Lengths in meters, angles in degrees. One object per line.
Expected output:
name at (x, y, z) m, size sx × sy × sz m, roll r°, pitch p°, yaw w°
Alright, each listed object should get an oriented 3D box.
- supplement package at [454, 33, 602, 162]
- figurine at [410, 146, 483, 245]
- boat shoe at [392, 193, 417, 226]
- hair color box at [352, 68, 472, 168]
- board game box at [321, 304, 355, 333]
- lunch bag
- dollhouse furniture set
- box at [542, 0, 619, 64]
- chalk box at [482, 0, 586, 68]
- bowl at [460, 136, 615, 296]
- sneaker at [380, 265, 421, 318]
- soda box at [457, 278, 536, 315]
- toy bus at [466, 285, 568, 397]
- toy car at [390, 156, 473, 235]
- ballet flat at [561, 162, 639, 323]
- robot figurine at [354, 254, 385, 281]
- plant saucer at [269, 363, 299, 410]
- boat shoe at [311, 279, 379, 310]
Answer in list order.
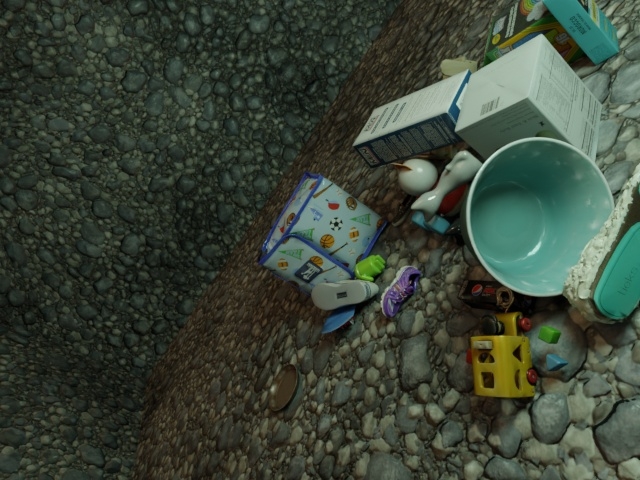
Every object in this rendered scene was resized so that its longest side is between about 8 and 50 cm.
supplement package at (0.503, -0.294, 1.094) m, size 0.199 × 0.262 × 0.198 m, roll -18°, pitch 45°, yaw 56°
figurine at (0.370, -0.107, 1.193) m, size 0.209 × 0.214 × 0.092 m, roll -50°, pitch 22°, yaw 21°
boat shoe at (0.289, -0.114, 1.571) m, size 0.142 × 0.040 × 0.049 m, roll -53°, pitch 24°, yaw 9°
hair color box at (0.269, -0.331, 1.284) m, size 0.347 × 0.105 × 0.174 m, roll -7°, pitch 46°, yaw 51°
board game box at (0.072, 0.266, 1.521) m, size 0.133 × 0.033 × 0.169 m, roll -34°, pitch 9°, yaw 19°
lunch bag at (0.000, 0.000, 1.646) m, size 0.386 × 0.327 × 0.239 m, roll -57°, pitch 19°, yaw -1°
dollhouse furniture set at (0.327, -0.428, 1.529) m, size 0.355 × 0.173 × 0.304 m, roll 16°, pitch 108°, yaw 60°
box at (0.659, -0.568, 1.148) m, size 0.060 × 0.244 × 0.101 m, roll -27°, pitch 38°, yaw 50°
chalk box at (0.620, -0.597, 1.351) m, size 0.288 × 0.179 × 0.181 m, roll -20°, pitch 44°, yaw 56°
bowl at (0.424, -0.045, 0.960) m, size 0.312 × 0.311 × 0.163 m, roll -59°, pitch 4°, yaw -4°
sneaker at (0.235, 0.150, 1.324) m, size 0.170 × 0.068 × 0.071 m, roll -61°, pitch 29°, yaw -8°
soda box at (0.399, 0.127, 1.034) m, size 0.168 × 0.060 × 0.053 m, roll -2°, pitch 60°, yaw 61°
toy bus at (0.354, 0.216, 0.906) m, size 0.202 × 0.104 × 0.191 m, roll 53°, pitch 126°, yaw 50°
toy car at (0.303, -0.172, 1.335) m, size 0.219 × 0.237 × 0.210 m, roll -58°, pitch 10°, yaw 3°
ballet flat at (0.572, -0.041, 0.820) m, size 0.409 × 0.146 × 0.147 m, roll -56°, pitch 23°, yaw 4°
robot figurine at (0.162, 0.093, 1.524) m, size 0.115 × 0.067 × 0.101 m, roll -33°, pitch 23°, yaw 33°
plant saucer at (-0.124, 0.523, 1.610) m, size 0.168 × 0.029 × 0.169 m, roll -44°, pitch 26°, yaw 28°
boat shoe at (0.080, 0.177, 1.539) m, size 0.267 × 0.088 × 0.096 m, roll -21°, pitch 76°, yaw 45°
